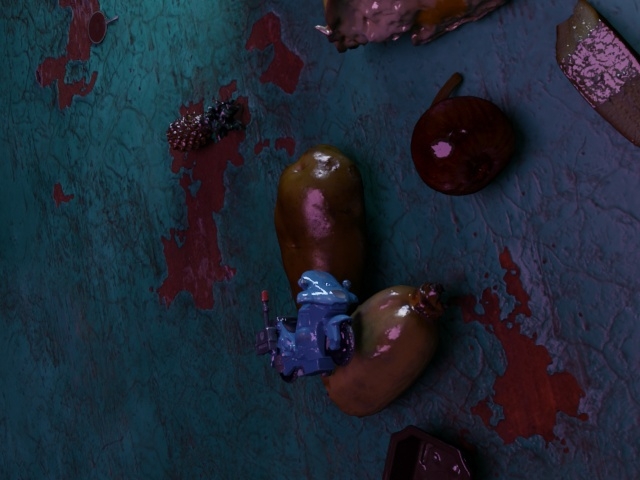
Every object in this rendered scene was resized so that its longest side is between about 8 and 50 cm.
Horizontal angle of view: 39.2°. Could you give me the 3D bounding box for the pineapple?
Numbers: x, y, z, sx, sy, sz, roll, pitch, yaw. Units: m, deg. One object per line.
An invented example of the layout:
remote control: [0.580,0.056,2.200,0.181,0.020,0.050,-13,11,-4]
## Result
pineapple: [-0.265,-0.246,1.980,0.221,0.103,0.083,-16,116,40]

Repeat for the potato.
potato: [0.000,0.000,1.729,0.195,0.176,0.369,-1,96,15]

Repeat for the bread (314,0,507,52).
bread: [0.116,-0.552,1.526,0.361,0.250,0.395,-15,81,40]

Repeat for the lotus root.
lotus root: [0.124,0.188,1.633,0.343,0.151,0.169,-51,46,30]

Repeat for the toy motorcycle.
toy motorcycle: [-0.022,0.155,1.622,0.272,0.123,0.182,-29,62,53]

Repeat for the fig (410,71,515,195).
fig: [0.223,-0.178,1.530,0.175,0.175,0.207,-61,42,25]

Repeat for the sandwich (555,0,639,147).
sandwich: [0.439,-0.262,1.372,0.094,0.096,0.258,-44,68,28]

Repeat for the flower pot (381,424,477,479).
flower pot: [0.202,0.462,1.626,0.178,0.084,0.251,20,104,39]

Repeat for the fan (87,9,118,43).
fan: [-0.549,-0.545,2.266,0.133,0.005,0.085,-10,85,42]
